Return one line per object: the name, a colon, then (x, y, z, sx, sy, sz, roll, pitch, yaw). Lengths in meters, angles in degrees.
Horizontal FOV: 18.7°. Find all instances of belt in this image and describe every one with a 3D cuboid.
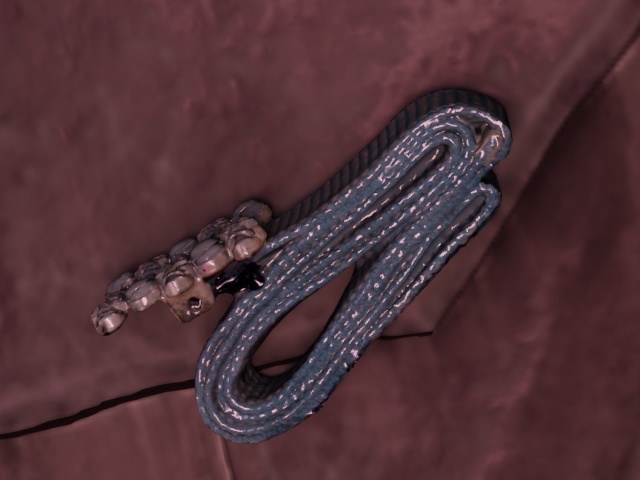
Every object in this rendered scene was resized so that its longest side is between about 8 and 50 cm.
belt: (0.001, -0.001, 0.806, 0.100, 0.065, 0.179, 43, 102, -7)
